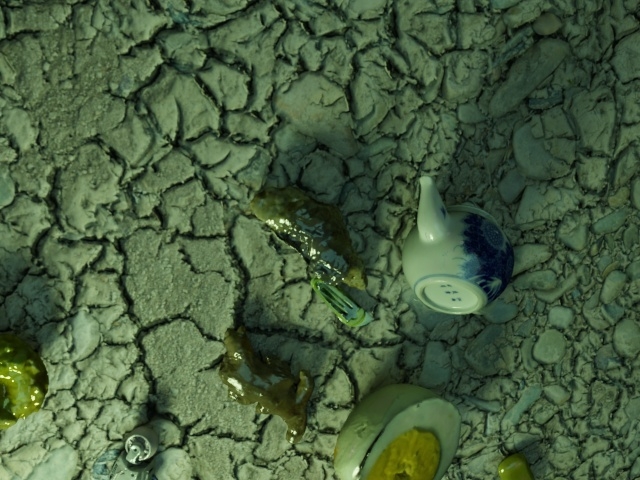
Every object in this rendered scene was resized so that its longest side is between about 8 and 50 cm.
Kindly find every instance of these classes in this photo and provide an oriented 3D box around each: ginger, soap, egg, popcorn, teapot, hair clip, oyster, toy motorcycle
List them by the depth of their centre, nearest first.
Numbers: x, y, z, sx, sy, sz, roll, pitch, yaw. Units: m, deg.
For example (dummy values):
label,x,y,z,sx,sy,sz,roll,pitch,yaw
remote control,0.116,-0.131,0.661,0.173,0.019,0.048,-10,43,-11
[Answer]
label,x,y,z,sx,sy,sz,roll,pitch,yaw
popcorn,-0.656,0.286,1.329,0.197,0.155,0.198,2,86,-31
oyster,-0.001,0.002,1.472,0.166,0.110,0.341,-36,108,-6
toy motorcycle,-0.427,0.538,1.472,0.112,0.112,0.254,6,100,-17
teapot,0.323,0.020,1.516,0.424,0.252,0.280,47,48,-37
ginger,-0.120,0.336,1.519,0.166,0.080,0.333,-43,106,8
hair clip,0.043,0.146,1.553,0.060,0.033,0.188,-47,111,-1
egg,0.163,0.467,1.560,0.337,0.201,0.337,-19,123,-32
soap,0.535,0.642,1.778,0.089,0.045,0.140,-29,106,-12
